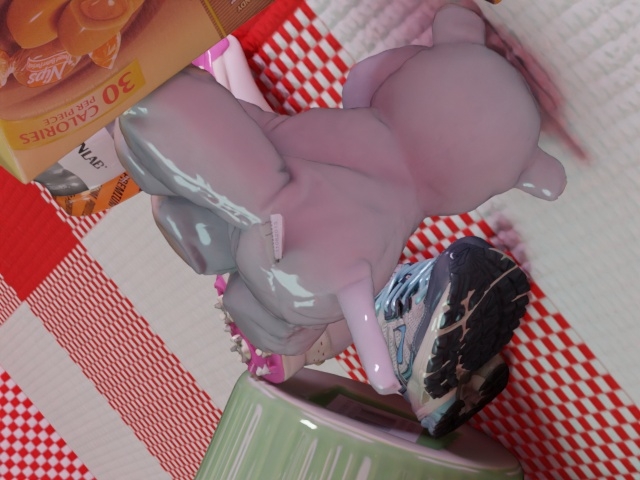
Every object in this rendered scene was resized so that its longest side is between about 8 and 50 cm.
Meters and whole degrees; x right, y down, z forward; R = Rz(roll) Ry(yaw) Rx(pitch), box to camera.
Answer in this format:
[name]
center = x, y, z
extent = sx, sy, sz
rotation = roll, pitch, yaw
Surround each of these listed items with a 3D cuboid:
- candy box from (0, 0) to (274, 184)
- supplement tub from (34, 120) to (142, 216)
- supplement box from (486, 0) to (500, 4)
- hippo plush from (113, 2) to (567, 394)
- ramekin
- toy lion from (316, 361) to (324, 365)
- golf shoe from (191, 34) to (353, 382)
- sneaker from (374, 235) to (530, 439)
[candy box]
center = -0.108, -0.202, 1.112
extent = 0.087, 0.316, 0.183
rotation = 35, 155, 37
[supplement tub]
center = -0.246, -0.189, 1.599
extent = 0.316, 0.193, 0.193
rotation = 57, 158, -21
[supplement box]
center = 0.101, -0.207, 0.858
extent = 0.104, 0.188, 0.081
rotation = 30, 153, 42
[hippo plush]
center = 0.017, -0.068, 1.214
extent = 0.234, 0.236, 0.294
rotation = 53, 166, -10
[ramekin]
center = 0.035, 0.223, 1.630
extent = 0.303, 0.148, 0.303
rotation = 19, -174, -2
[toy lion]
center = -0.029, 0.069, 1.845
extent = 0.100, 0.034, 0.096
rotation = 24, 140, 49
[golf shoe]
center = -0.037, -0.037, 1.571
extent = 0.115, 0.140, 0.306
rotation = 6, 111, 66
[sneaker]
center = 0.086, 0.066, 1.491
extent = 0.122, 0.110, 0.283
rotation = 46, 159, 19
